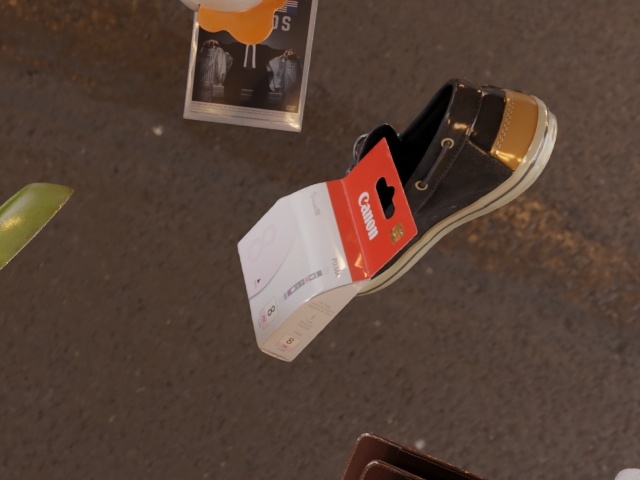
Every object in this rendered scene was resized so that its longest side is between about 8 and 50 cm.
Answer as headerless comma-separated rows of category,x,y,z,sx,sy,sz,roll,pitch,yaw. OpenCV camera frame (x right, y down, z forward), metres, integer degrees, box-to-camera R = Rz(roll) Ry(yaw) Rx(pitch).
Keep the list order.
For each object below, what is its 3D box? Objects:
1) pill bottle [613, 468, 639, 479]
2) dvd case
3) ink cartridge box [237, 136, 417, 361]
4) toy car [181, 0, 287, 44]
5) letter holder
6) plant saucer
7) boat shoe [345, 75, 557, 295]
pill bottle,0.372,0.406,1.586,0.131,0.131,0.229,38,62,-4
dvd case,-0.101,-0.287,1.870,0.179,0.238,0.029,6,16,-5
ink cartridge box,0.000,0.000,1.491,0.066,0.232,0.189,23,32,-29
toy car,-0.130,-0.292,1.233,0.210,0.219,0.238,-24,82,-26
letter holder,0.074,0.430,1.647,0.214,0.301,0.152,20,18,23
plant saucer,-0.346,0.019,1.262,0.037,0.241,0.241,47,46,-12
boat shoe,0.101,-0.070,1.678,0.156,0.500,0.186,26,58,-20
